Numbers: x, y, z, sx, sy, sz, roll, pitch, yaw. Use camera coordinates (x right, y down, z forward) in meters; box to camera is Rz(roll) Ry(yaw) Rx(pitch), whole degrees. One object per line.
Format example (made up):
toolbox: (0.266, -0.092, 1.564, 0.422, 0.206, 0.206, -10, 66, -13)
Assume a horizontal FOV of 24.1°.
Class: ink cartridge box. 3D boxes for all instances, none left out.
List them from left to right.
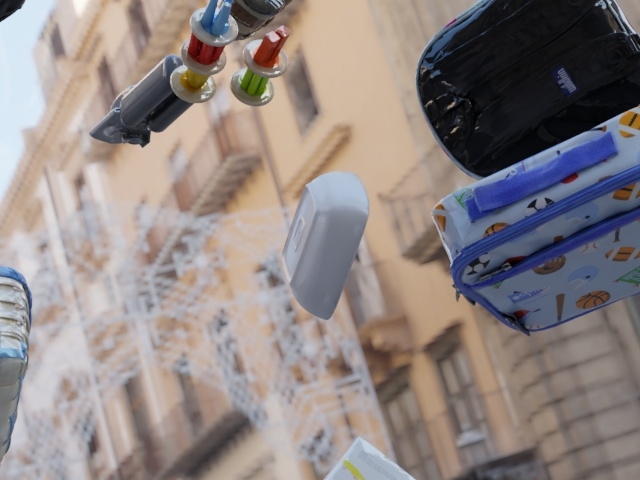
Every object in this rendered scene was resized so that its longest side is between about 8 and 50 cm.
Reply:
ink cartridge box: (0.041, 0.375, 1.998, 0.128, 0.127, 0.176, -55, -5, 30)

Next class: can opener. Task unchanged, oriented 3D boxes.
can opener: (-0.233, -0.199, 2.030, 0.076, 0.095, 0.283, 10, -22, -27)

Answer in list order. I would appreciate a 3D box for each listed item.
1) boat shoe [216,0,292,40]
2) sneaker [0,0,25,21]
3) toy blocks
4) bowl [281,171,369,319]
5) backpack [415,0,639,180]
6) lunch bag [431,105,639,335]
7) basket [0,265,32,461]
boat shoe: (-0.121, -0.425, 2.612, 0.120, 0.122, 0.324, -44, 4, 21)
sneaker: (-0.277, -0.250, 1.295, 0.234, 0.084, 0.097, -44, -12, 3)
toy blocks: (-0.087, -0.210, 1.618, 0.123, 0.054, 0.148, 1, -32, -20)
bowl: (0.000, 0.000, 1.588, 0.053, 0.142, 0.142, 15, -71, -14)
backpack: (0.246, -0.184, 1.735, 0.253, 0.225, 0.191, -33, -11, 12)
lunch bag: (0.276, -0.016, 1.600, 0.303, 0.115, 0.243, -27, -33, 18)
basket: (-0.444, 0.111, 1.765, 0.201, 0.289, 0.255, 5, -58, -21)
